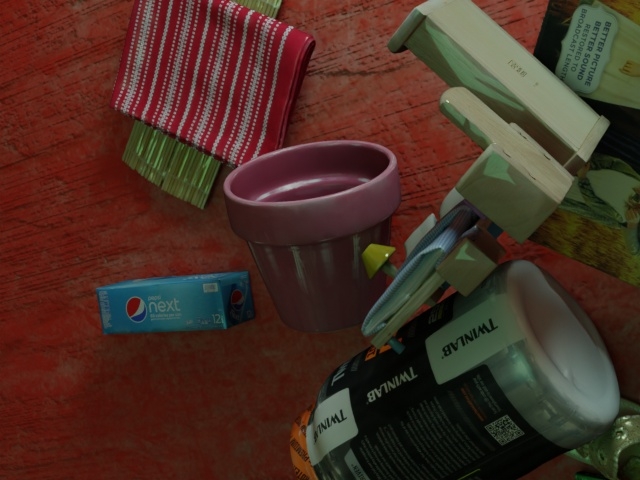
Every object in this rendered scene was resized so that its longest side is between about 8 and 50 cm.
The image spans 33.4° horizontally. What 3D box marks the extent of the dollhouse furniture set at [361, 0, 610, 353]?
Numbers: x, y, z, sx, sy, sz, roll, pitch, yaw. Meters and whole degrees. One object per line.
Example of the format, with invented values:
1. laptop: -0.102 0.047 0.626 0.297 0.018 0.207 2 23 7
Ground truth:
1. dollhouse furniture set: 0.078 -0.041 0.998 0.198 0.286 0.303 42 121 4

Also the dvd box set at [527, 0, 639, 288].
1. dvd box set: 0.388 -0.068 1.012 0.420 0.062 0.308 25 129 18

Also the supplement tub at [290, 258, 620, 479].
1. supplement tub: 0.138 0.186 1.181 0.338 0.207 0.207 -36 81 28

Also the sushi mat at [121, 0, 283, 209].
1. sushi mat: -0.157 -0.207 1.385 0.151 0.019 0.317 32 113 20

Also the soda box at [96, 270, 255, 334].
1. soda box: -0.196 0.084 1.429 0.210 0.071 0.067 -4 96 30

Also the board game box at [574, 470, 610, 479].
1. board game box: 0.334 0.397 1.176 0.136 0.030 0.260 7 87 31

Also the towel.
1. towel: -0.144 -0.209 1.349 0.274 0.031 0.199 26 110 23

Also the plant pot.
1. plant pot: 0.000 0.000 1.245 0.201 0.201 0.180 4 116 29

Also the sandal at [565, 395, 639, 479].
1. sandal: 0.341 0.228 1.148 0.240 0.079 0.088 14 105 27
